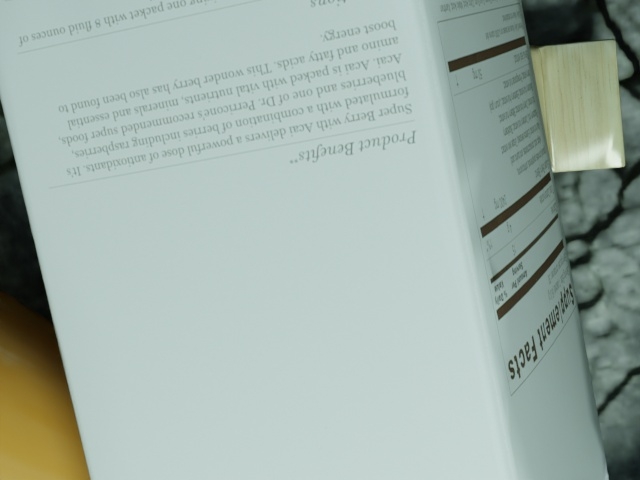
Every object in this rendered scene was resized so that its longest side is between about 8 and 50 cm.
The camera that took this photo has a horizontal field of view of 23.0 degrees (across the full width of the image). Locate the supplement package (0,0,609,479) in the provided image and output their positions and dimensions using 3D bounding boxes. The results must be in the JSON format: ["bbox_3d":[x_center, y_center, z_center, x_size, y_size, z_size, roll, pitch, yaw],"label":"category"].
[{"bbox_3d":[0.000,0.000,0.658,0.177,0.175,0.293,-9,98,20],"label":"supplement package"}]

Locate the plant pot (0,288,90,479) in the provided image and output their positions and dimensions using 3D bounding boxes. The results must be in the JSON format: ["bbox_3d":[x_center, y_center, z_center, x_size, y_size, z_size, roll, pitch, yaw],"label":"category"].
[{"bbox_3d":[-0.187,0.092,0.706,0.188,0.205,0.205,23,101,-14],"label":"plant pot"}]

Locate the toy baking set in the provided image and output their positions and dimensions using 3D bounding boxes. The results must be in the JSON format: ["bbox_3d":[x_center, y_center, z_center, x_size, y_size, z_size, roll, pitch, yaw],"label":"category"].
[{"bbox_3d":[0.168,-0.139,0.709,0.196,0.030,0.256,19,101,0],"label":"toy baking set"}]
